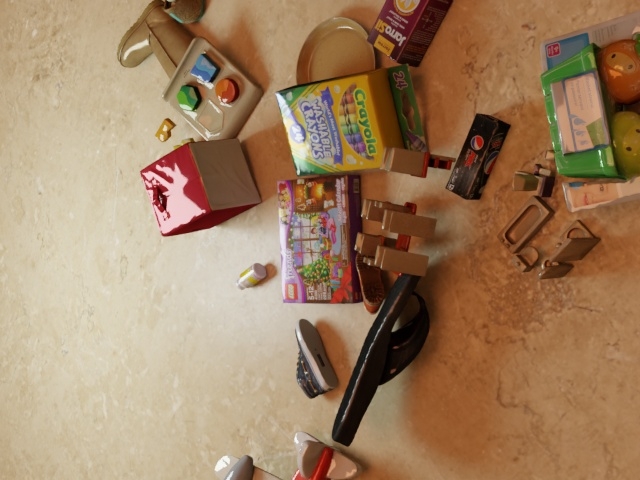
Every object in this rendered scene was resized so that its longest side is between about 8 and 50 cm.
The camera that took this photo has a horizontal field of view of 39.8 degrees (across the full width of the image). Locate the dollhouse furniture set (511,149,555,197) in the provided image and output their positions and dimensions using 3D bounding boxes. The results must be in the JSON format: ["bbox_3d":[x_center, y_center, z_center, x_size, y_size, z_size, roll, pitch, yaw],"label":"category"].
[{"bbox_3d":[0.386,-0.135,1.691,0.081,0.114,0.091,22,108,43],"label":"dollhouse furniture set"}]

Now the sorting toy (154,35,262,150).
[{"bbox_3d":[-0.309,-0.338,2.282,0.229,0.041,0.307,42,119,10],"label":"sorting toy"}]

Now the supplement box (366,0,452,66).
[{"bbox_3d":[0.192,-0.475,1.866,0.104,0.081,0.188,43,118,31],"label":"supplement box"}]

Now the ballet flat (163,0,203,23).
[{"bbox_3d":[-0.376,-0.745,2.320,0.116,0.124,0.342,3,93,40],"label":"ballet flat"}]

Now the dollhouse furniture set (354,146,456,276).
[{"bbox_3d":[0.180,-0.056,1.813,0.262,0.135,0.259,-141,61,-78],"label":"dollhouse furniture set"}]

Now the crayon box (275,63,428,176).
[{"bbox_3d":[0.063,-0.259,1.947,0.323,0.083,0.203,-3,108,40],"label":"crayon box"}]

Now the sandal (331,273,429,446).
[{"bbox_3d":[0.149,0.240,1.894,0.107,0.167,0.445,21,101,-2],"label":"sandal"}]

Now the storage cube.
[{"bbox_3d":[-0.300,-0.133,2.215,0.193,0.215,0.183,-24,83,38],"label":"storage cube"}]

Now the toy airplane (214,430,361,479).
[{"bbox_3d":[-0.071,0.627,2.001,0.386,0.272,0.384,-34,69,36],"label":"toy airplane"}]

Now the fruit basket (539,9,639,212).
[{"bbox_3d":[0.562,-0.237,1.504,0.353,0.165,0.326,-12,83,37],"label":"fruit basket"}]

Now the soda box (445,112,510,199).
[{"bbox_3d":[0.318,-0.168,1.786,0.060,0.053,0.168,34,113,34],"label":"soda box"}]

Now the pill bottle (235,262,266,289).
[{"bbox_3d":[-0.177,0.092,2.226,0.083,0.043,0.043,-36,69,36],"label":"pill bottle"}]

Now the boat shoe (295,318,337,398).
[{"bbox_3d":[-0.033,0.282,2.093,0.083,0.065,0.183,-35,70,34],"label":"boat shoe"}]

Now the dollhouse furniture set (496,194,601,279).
[{"bbox_3d":[0.404,-0.004,1.669,0.151,0.123,0.144,53,122,27],"label":"dollhouse furniture set"}]

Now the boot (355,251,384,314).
[{"bbox_3d":[0.110,0.087,1.969,0.059,0.084,0.157,-3,60,1],"label":"boot"}]

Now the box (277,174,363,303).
[{"bbox_3d":[0.000,0.000,2.049,0.201,0.057,0.293,-3,90,36],"label":"box"}]

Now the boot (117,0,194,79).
[{"bbox_3d":[-0.429,-0.488,2.399,0.236,0.089,0.269,-51,62,30],"label":"boot"}]

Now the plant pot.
[{"bbox_3d":[0.040,-0.391,2.034,0.236,0.032,0.236,2,93,40],"label":"plant pot"}]
